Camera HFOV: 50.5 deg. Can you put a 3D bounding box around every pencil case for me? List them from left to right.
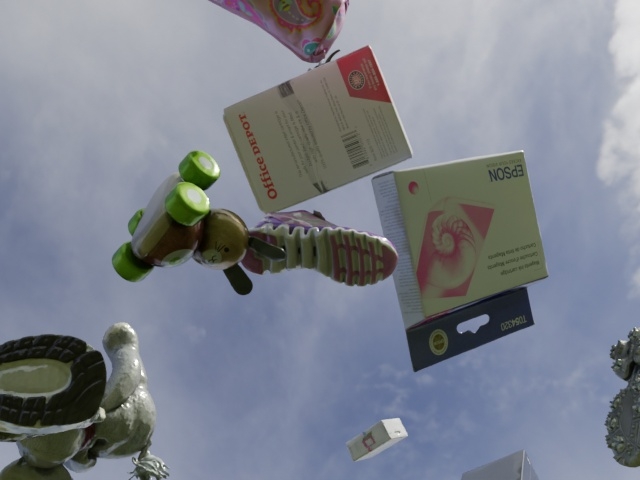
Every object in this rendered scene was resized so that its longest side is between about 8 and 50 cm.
[{"bbox_3d":[-0.099,-0.374,1.010,0.284,0.124,0.124,29,-82,-1],"label":"pencil case"}]

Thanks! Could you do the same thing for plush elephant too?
[{"bbox_3d":[-0.446,0.322,1.222,0.255,0.330,0.271,23,-77,-45],"label":"plush elephant"}]

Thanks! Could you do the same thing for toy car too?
[{"bbox_3d":[-0.147,0.005,0.905,0.188,0.149,0.155,35,-58,-22],"label":"toy car"}]

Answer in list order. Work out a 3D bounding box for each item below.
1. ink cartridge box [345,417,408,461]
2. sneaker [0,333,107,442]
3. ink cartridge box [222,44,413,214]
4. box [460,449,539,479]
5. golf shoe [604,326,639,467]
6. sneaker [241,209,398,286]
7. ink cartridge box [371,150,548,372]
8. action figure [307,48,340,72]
[{"bbox_3d":[0.137,0.482,1.645,0.122,0.052,0.089,-38,-28,25],"label":"ink cartridge box"},{"bbox_3d":[-0.494,0.226,0.939,0.411,0.158,0.182,5,-35,-2],"label":"sneaker"},{"bbox_3d":[-0.001,-0.191,1.212,0.283,0.117,0.207,-21,-87,11],"label":"ink cartridge box"},{"bbox_3d":[0.237,0.386,0.808,0.103,0.261,0.184,-26,-98,17],"label":"box"},{"bbox_3d":[0.358,0.174,0.723,0.086,0.176,0.069,32,-42,0],"label":"golf shoe"},{"bbox_3d":[0.000,0.000,1.014,0.237,0.104,0.095,7,-59,8],"label":"sneaker"},{"bbox_3d":[0.260,0.024,1.167,0.324,0.071,0.330,-13,-90,-35],"label":"ink cartridge box"},{"bbox_3d":[0.011,-0.261,1.352,0.141,0.164,0.275,10,-112,-53],"label":"action figure"}]
